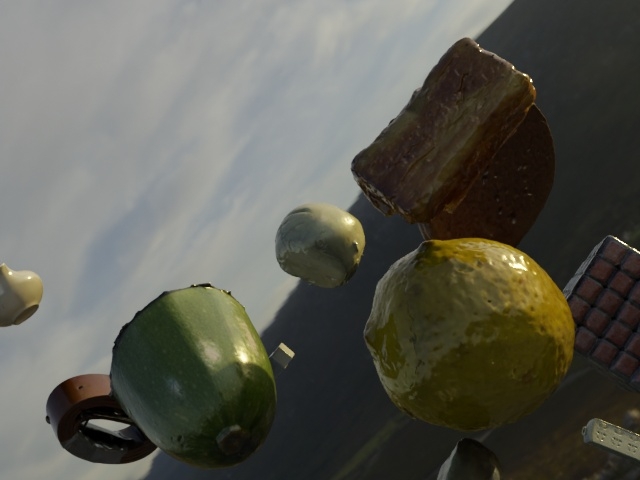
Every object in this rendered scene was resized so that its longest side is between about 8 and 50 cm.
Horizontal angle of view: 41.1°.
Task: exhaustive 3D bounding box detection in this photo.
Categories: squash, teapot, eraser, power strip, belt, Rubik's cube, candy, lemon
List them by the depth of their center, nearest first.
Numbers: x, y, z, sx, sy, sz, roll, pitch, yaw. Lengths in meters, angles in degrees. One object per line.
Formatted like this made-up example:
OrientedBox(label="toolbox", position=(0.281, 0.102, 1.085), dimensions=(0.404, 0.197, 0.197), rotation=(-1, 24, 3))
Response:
OrientedBox(label="candy", position=(0.234, 0.434, 1.395), dimensions=(0.234, 0.102, 0.104), rotation=(-54, -11, -55))
OrientedBox(label="lemon", position=(0.268, 0.161, 1.496), dimensions=(0.388, 0.349, 0.350), rotation=(1, -14, -8))
OrientedBox(label="squash", position=(-0.188, 0.282, 1.561), dimensions=(0.310, 0.309, 0.310), rotation=(-22, -50, -29))
OrientedBox(label="Rubik's cube", position=(0.608, 0.152, 1.728), dimensions=(0.238, 0.237, 0.237), rotation=(-55, -13, 1))
OrientedBox(label="teapot", position=(-0.660, 0.132, 1.830), dimensions=(0.145, 0.092, 0.226), rotation=(-35, -13, -33))
OrientedBox(label="belt", position=(-0.469, 0.394, 1.866), dimensions=(0.261, 0.105, 0.184), rotation=(24, -78, -41))
OrientedBox(label="power strip", position=(0.704, 0.464, 1.882), dimensions=(0.027, 0.253, 0.060), rotation=(97, -163, -54))
OrientedBox(label="eraser", position=(-0.142, 0.332, 1.942), dimensions=(0.212, 0.046, 0.092), rotation=(-51, -2, 1))

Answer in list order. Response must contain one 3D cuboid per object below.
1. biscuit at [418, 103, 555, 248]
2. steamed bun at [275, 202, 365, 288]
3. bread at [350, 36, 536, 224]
OrientedBox(label="biscuit", position=(0.334, -0.138, 1.765), dimensions=(0.394, 0.350, 0.070), rotation=(-45, 26, -23))
OrientedBox(label="steamed bun", position=(0.000, 0.000, 1.102), dimensions=(0.130, 0.113, 0.090), rotation=(117, 175, -66))
OrientedBox(label="bread", position=(0.215, -0.183, 1.489), dimensions=(0.344, 0.195, 0.149), rotation=(-49, -25, -2))
